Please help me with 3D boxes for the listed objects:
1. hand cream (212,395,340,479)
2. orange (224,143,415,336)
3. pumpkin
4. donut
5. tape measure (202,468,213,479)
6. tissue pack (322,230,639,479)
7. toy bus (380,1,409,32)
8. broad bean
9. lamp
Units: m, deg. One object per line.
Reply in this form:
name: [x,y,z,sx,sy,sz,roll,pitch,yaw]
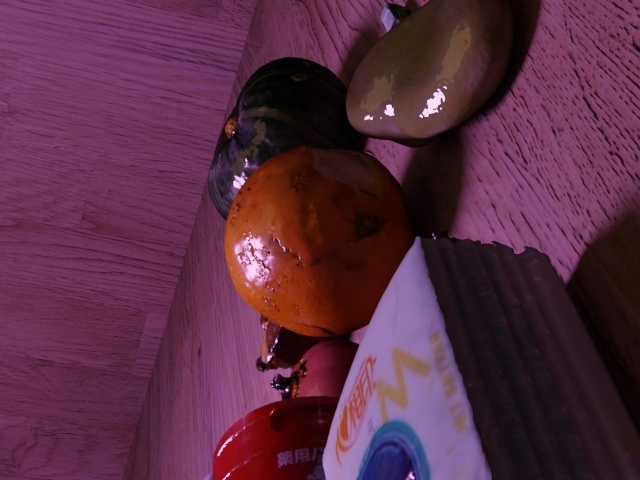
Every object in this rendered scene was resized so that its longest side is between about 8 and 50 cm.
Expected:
hand cream: [-0.006,0.289,1.118,0.149,0.230,0.230,-95,22,-48]
orange: [0.000,0.000,1.305,0.240,0.240,0.239,-168,90,-75]
pumpkin: [-0.057,-0.150,1.711,0.300,0.207,0.300,-62,9,17]
donut: [-0.019,0.093,1.520,0.144,0.126,0.186,-59,27,34]
tape measure: [-0.129,0.394,1.384,0.178,0.105,0.196,-67,-2,-54]
tissue pack: [0.122,0.217,0.813,0.388,0.162,0.287,-101,27,-55]
toy bus: [0.110,-0.320,1.529,0.083,0.037,0.031,-102,29,-59]
broad bean: [0.140,-0.202,1.221,0.263,0.121,0.189,-23,50,54]
lamp: [0.007,0.208,1.293,0.182,0.140,0.181,-166,90,-77]
